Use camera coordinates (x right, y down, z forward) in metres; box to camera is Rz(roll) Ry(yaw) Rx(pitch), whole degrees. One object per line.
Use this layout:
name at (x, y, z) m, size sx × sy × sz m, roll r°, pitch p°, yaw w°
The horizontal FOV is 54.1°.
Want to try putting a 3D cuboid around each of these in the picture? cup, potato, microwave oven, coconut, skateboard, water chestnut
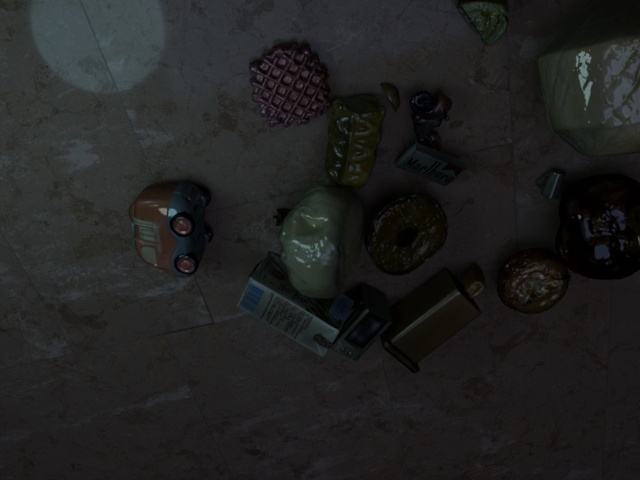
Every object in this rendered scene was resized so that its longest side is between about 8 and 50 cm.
cup at (0.716, -0.181, 1.943) m, size 0.054 × 0.075 × 0.083 m, roll -17°, pitch 128°, yaw -39°
potato at (0.206, -0.404, 1.757) m, size 0.036 × 0.037 × 0.093 m, roll -31°, pitch 120°, yaw 9°
microwave oven at (0.125, 0.272, 2.114) m, size 0.129 × 0.163 × 0.205 m, roll 28°, pitch 116°, yaw -22°
coconut at (0.766, -0.430, 1.608) m, size 0.415 × 0.344 × 0.416 m, roll -4°, pitch 97°, yaw -36°
skateboard at (-0.093, -0.038, 1.960) m, size 0.080 × 0.067 × 0.151 m, roll -21°, pitch 119°, yaw -2°
water chestnut at (0.875, -0.030, 1.881) m, size 0.335 × 0.347 × 0.335 m, roll -4°, pitch 111°, yaw -10°

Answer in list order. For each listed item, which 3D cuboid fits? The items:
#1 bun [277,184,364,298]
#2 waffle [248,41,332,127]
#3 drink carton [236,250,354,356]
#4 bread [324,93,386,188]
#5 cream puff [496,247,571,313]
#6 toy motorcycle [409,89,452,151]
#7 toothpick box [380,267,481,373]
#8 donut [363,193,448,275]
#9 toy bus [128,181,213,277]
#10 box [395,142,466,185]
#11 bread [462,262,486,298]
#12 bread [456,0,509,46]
bun at (0.000, 0.000, 1.855) m, size 0.210 × 0.360 × 0.360 m, roll 10°, pitch 125°, yaw 17°
waffle at (-0.083, -0.422, 1.710) m, size 0.221 × 0.055 × 0.234 m, roll -15°, pitch 122°, yaw 4°
drink carton at (-0.079, 0.197, 1.971) m, size 0.324 × 0.194 × 0.132 m, roll 30°, pitch 120°, yaw 4°
bread at (0.091, -0.271, 1.779) m, size 0.152 × 0.130 × 0.268 m, roll 24°, pitch 127°, yaw 20°
cream puff at (0.701, 0.128, 2.071) m, size 0.240 × 0.164 × 0.240 m, roll 0°, pitch 109°, yaw 1°
toy motorcycle at (0.317, -0.335, 1.785) m, size 0.118 × 0.084 × 0.213 m, roll -12°, pitch 133°, yaw 0°
toothpick box at (0.364, 0.262, 2.123) m, size 0.308 × 0.190 × 0.187 m, roll -40°, pitch 116°, yaw 16°
donut at (0.250, -0.027, 1.934) m, size 0.272 × 0.107 × 0.272 m, roll -7°, pitch 111°, yaw -17°
toy bus at (-0.452, -0.036, 1.858) m, size 0.232 × 0.194 × 0.288 m, roll 5°, pitch 123°, yaw 1°
box at (0.325, -0.223, 1.852) m, size 0.177 × 0.036 × 0.115 m, roll 18°, pitch 151°, yaw -18°
bread at (0.509, 0.133, 2.077) m, size 0.053 × 0.132 × 0.074 m, roll 33°, pitch 115°, yaw -10°
bread at (0.426, -0.593, 1.612) m, size 0.110 × 0.103 × 0.156 m, roll -34°, pitch 126°, yaw 23°
